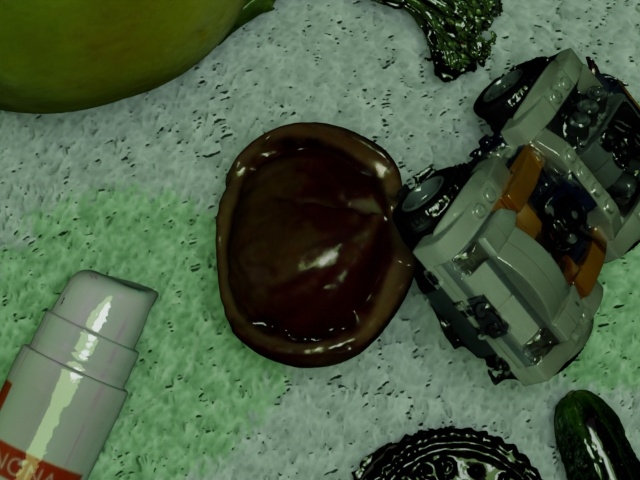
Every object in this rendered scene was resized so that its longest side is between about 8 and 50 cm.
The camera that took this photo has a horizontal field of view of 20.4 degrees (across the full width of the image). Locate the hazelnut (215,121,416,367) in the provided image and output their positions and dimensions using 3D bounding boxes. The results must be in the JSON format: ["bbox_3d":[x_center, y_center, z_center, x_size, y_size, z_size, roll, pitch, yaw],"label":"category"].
[{"bbox_3d":[-0.008,0.002,1.488,0.170,0.160,0.201,-15,94,-3],"label":"hazelnut"}]

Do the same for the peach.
[{"bbox_3d":[-0.207,-0.242,1.430,0.316,0.314,0.281,-24,124,-28],"label":"peach"}]

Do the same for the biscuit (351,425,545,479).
[{"bbox_3d":[0.111,0.254,1.532,0.195,0.053,0.194,0,86,-3],"label":"biscuit"}]

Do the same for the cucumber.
[{"bbox_3d":[0.263,0.241,1.533,0.074,0.074,0.241,-26,86,-4],"label":"cucumber"}]

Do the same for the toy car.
[{"bbox_3d":[0.185,-0.032,1.469,0.193,0.118,0.301,50,54,-16],"label":"toy car"}]

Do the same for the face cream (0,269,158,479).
[{"bbox_3d":[-0.242,0.185,1.495,0.102,0.102,0.345,24,87,-1],"label":"face cream"}]

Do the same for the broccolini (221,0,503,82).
[{"bbox_3d":[0.035,-0.182,1.549,0.271,0.062,0.123,-10,72,-9],"label":"broccolini"}]
